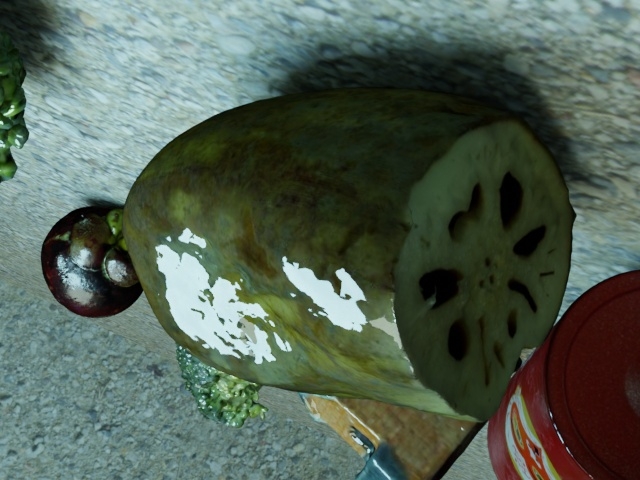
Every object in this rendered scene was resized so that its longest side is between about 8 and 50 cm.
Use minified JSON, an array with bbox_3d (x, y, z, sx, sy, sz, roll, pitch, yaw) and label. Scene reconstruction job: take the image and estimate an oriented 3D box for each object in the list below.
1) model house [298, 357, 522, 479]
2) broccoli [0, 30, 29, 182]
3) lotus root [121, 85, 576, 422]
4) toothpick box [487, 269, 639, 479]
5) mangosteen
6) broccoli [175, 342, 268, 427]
[{"bbox_3d":[0.070,0.166,1.186,0.291,0.253,0.184,42,152,10],"label":"model house"},{"bbox_3d":[-0.425,-0.166,0.879,0.334,0.272,0.324,35,121,-12],"label":"broccoli"},{"bbox_3d":[0.000,0.000,0.739,0.346,0.250,0.250,3,153,43],"label":"lotus root"},{"bbox_3d":[0.282,0.171,0.921,0.204,0.204,0.333,22,163,8],"label":"toothpick box"},{"bbox_3d":[-0.309,0.031,1.388,0.184,0.172,0.172,0,157,12],"label":"mangosteen"},{"bbox_3d":[-0.089,0.132,1.403,0.243,0.263,0.247,-1,-164,0],"label":"broccoli"}]
